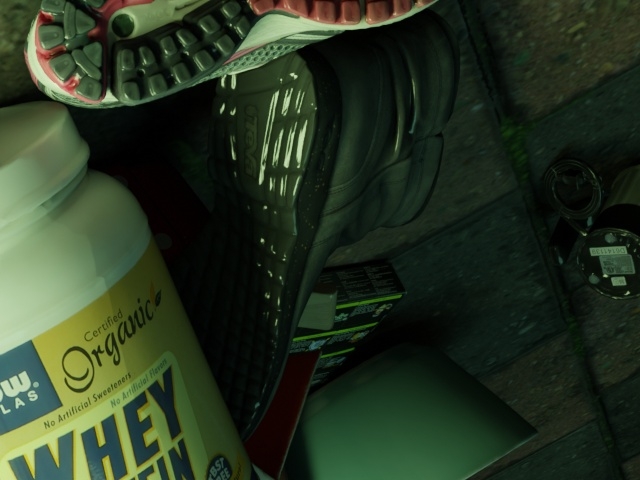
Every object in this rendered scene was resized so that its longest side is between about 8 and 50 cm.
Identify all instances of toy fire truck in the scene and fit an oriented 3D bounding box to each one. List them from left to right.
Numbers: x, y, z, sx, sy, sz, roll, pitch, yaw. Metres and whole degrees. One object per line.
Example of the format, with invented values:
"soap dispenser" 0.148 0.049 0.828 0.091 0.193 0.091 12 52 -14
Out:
"toy fire truck" -0.111 0.032 1.296 0.246 0.158 0.217 -27 159 -32

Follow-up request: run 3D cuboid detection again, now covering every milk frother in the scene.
"milk frother" 0.296 -0.039 1.641 0.135 0.129 0.143 -53 149 -50

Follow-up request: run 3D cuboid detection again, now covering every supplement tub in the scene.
"supplement tub" -0.189 0.092 1.046 0.228 0.316 0.228 -19 -160 7

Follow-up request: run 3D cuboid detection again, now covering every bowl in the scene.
"bowl" 0.065 0.224 1.785 0.311 0.163 0.311 -31 170 -6

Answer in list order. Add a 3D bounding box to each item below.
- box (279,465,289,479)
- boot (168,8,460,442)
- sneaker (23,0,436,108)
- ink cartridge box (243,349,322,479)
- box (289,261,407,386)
"box" -0.129 0.290 1.656 0.168 0.203 0.167 -14 171 -28
"boot" 0.000 0.000 1.201 0.222 0.118 0.338 -17 135 -53
"sneaker" -0.045 -0.167 1.009 0.299 0.121 0.112 -21 -175 -18
"ink cartridge box" -0.156 0.204 1.306 0.296 0.261 0.066 -15 136 38
"box" -0.036 0.096 1.611 0.190 0.045 0.184 -8 148 -37
